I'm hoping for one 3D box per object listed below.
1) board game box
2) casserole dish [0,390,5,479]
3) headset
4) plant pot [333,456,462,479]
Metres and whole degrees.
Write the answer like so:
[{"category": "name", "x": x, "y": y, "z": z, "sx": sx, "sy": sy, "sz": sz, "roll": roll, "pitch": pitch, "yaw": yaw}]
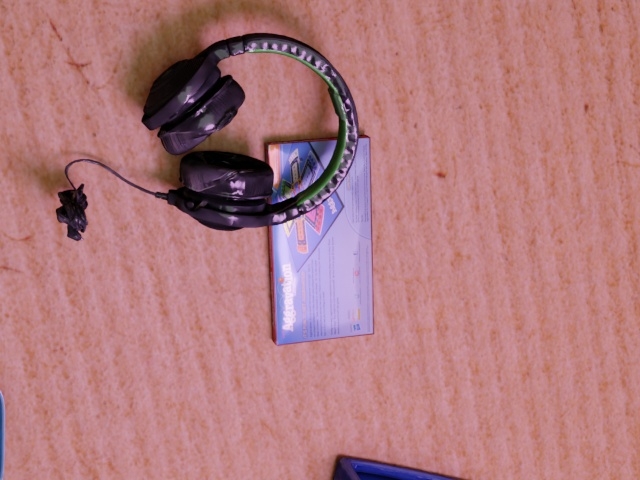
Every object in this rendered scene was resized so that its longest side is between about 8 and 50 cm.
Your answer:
[{"category": "board game box", "x": 0.000, "y": 0.000, "z": 1.894, "sx": 0.145, "sy": 0.027, "sz": 0.281, "roll": -6, "pitch": 104, "yaw": -17}, {"category": "casserole dish", "x": -0.473, "y": 0.258, "z": 1.811, "sx": 0.114, "sy": 0.037, "sz": 0.188, "roll": -1, "pitch": 104, "yaw": -17}, {"category": "headset", "x": -0.142, "y": -0.110, "z": 1.741, "sx": 0.394, "sy": 0.185, "sz": 0.243, "roll": -19, "pitch": 108, "yaw": 0}, {"category": "plant pot", "x": 0.126, "y": 0.463, "z": 1.938, "sx": 0.236, "sy": 0.236, "sz": 0.212, "roll": 16, "pitch": 103, "yaw": -20}]
